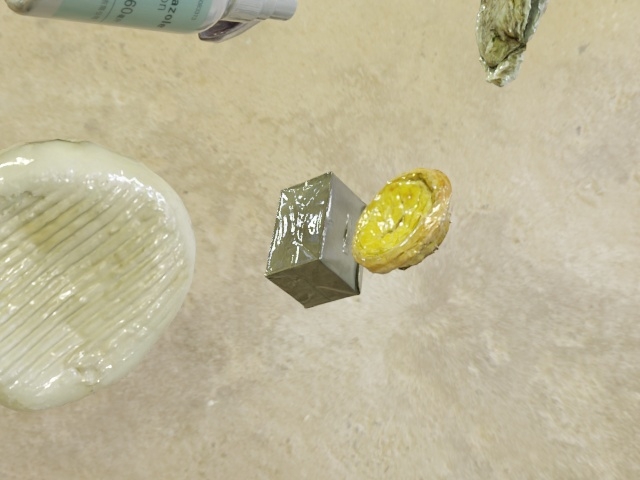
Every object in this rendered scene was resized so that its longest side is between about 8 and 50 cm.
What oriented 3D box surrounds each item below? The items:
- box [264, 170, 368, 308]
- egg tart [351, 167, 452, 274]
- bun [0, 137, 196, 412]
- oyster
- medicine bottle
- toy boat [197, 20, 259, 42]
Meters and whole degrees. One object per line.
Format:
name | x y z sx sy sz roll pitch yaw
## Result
box | 0.000 0.000 1.626 0.155 0.149 0.231 -17 49 34
egg tart | 0.131 -0.024 1.142 0.074 0.191 0.191 38 90 -28
bun | -0.221 0.017 0.624 0.231 0.133 0.231 -11 112 -29
oyster | 0.360 -0.420 1.369 0.112 0.198 0.267 22 117 -14
medicine bottle | -0.168 -0.288 0.854 0.110 0.352 0.110 8 101 45
toy boat | -0.123 -0.492 1.343 0.111 0.293 0.276 40 74 6
